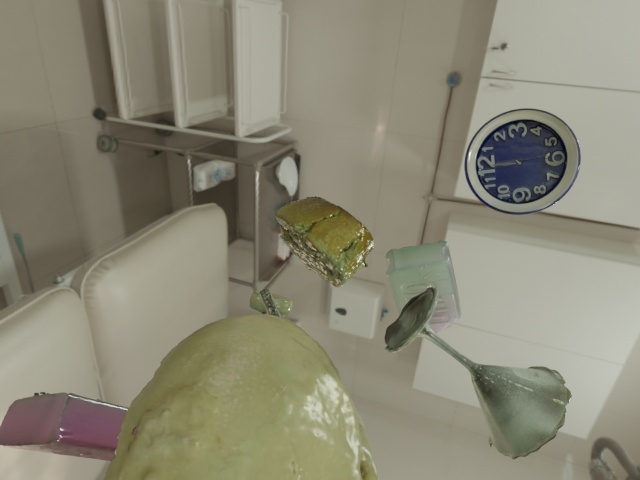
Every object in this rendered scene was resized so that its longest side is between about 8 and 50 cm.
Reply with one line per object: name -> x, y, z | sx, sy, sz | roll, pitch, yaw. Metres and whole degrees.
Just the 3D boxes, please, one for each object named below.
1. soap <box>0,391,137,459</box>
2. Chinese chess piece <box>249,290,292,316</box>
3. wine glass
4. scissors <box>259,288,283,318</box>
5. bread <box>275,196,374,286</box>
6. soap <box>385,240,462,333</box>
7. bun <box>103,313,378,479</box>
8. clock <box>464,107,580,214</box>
soap -> -0.391, 0.342, 0.758 | 0.259, 0.181, 0.081 | 44, 41, -44
Chinese chess piece -> -0.165, 0.210, 1.412 | 0.144, 0.144, 0.058 | 24, 81, -74
wine glass -> 0.169, 0.145, 0.488 | 0.122, 0.183, 0.122 | -54, -179, 1
scissors -> -0.130, 0.239, 1.275 | 0.138, 0.041, 0.289 | -115, -174, -46
bread -> 0.000, 0.000, 0.995 | 0.124, 0.257, 0.185 | -40, 137, -22
soap -> 0.355, 0.174, 1.441 | 0.115, 0.209, 0.346 | -77, 151, -49
bun -> -0.042, 0.257, 0.439 | 0.364, 0.203, 0.363 | -5, 90, -79
clock -> 0.446, -0.173, 0.954 | 0.083, 0.231, 0.230 | -18, 119, -65
